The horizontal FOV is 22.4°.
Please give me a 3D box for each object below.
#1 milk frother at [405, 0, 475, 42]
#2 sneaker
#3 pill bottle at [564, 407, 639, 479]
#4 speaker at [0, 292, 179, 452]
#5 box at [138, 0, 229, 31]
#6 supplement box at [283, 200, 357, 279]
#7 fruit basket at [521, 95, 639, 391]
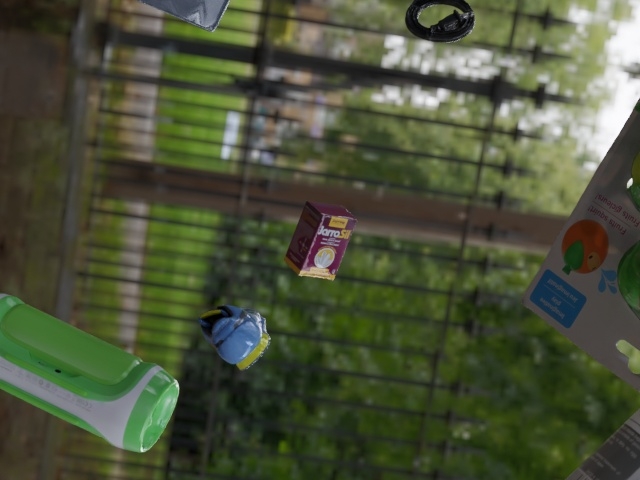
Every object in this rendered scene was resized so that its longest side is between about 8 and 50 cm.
[{"bbox_3d":[0.106,-0.292,1.633,0.129,0.143,0.135,-44,149,0],"label":"milk frother"},{"bbox_3d":[-0.120,0.108,2.106,0.069,0.082,0.209,-47,-169,0],"label":"sneaker"},{"bbox_3d":[0.409,0.261,1.838,0.283,0.161,0.161,-43,-176,-1],"label":"pill bottle"},{"bbox_3d":[-0.346,0.177,2.190,0.131,0.297,0.131,-60,167,-24],"label":"speaker"},{"bbox_3d":[-0.171,-0.415,1.495,0.293,0.212,0.395,-61,-153,15],"label":"box"},{"bbox_3d":[0.000,0.000,1.934,0.043,0.055,0.083,44,-61,50],"label":"supplement box"},{"bbox_3d":[0.382,-0.008,1.554,0.327,0.165,0.353,40,-78,38],"label":"fruit basket"}]
